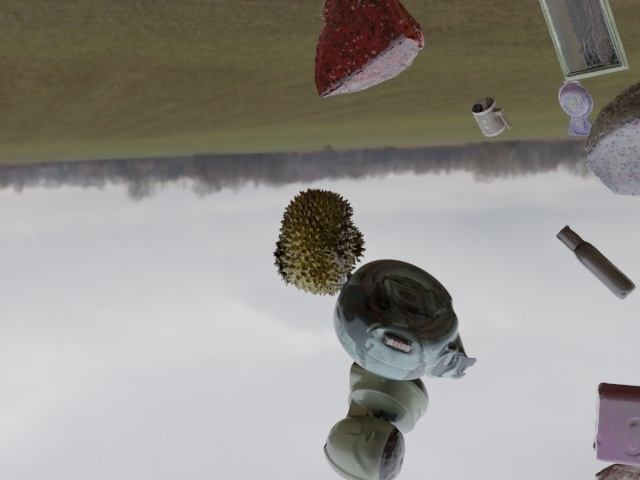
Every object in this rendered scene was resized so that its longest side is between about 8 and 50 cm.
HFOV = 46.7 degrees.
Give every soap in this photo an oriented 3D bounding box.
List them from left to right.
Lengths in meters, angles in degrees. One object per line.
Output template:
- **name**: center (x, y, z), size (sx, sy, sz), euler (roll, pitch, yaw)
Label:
- **soap**: center (0.544, 0.298, 1.179), size (0.203, 0.122, 0.065), euler (1, -171, 14)

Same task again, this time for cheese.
- **cheese**: center (0.751, -0.386, 2.167), size (0.105, 0.191, 0.042), euler (12, -130, 47)

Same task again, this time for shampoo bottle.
- **shampoo bottle**: center (0.503, 0.039, 1.359), size (0.165, 0.040, 0.080), euler (46, -159, 17)

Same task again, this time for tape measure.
- **tape measure**: center (0.168, 0.159, 1.547), size (0.275, 0.147, 0.256), euler (8, -138, -19)

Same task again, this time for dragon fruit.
- **dragon fruit**: center (0.115, -0.457, 1.596), size (0.152, 0.205, 0.317), euler (-10, 174, -35)
- **dragon fruit**: center (0.783, -0.257, 1.831), size (0.221, 0.204, 0.283), euler (-23, 128, 39)

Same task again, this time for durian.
- **durian**: center (-0.005, -0.002, 1.908), size (0.258, 0.293, 0.258), euler (8, 165, 2)

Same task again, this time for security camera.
- **security camera**: center (0.125, 0.434, 1.713), size (0.191, 0.197, 0.277), euler (16, -132, 19)

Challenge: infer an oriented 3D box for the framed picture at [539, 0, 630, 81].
- **framed picture**: center (0.545, -0.466, 1.571), size (0.014, 0.252, 0.197), euler (-27, -168, -16)

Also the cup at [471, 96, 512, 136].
- **cup**: center (0.511, -0.366, 2.186), size (0.102, 0.099, 0.074), euler (-8, -137, 35)

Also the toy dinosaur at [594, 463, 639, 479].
- **toy dinosaur**: center (0.675, 0.508, 1.413), size (0.206, 0.327, 0.113), euler (-39, -173, 23)
